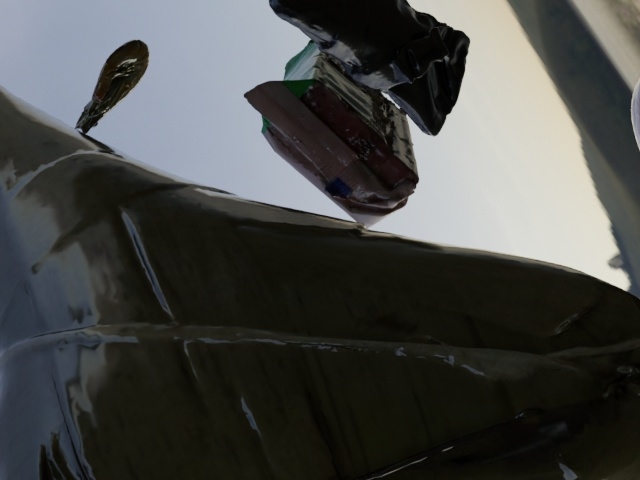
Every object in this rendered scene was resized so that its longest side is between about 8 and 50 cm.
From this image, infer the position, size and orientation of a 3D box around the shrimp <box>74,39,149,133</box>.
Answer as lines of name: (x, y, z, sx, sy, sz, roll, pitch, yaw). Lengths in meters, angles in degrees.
shrimp: (-0.203, -0.153, 0.798, 0.023, 0.108, 0.059, 31, 159, 13)

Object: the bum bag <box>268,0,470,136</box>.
bum bag: (0.051, -0.192, 0.731, 0.248, 0.060, 0.123, 25, -117, -32)

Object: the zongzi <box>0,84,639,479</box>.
zongzi: (-0.002, -0.007, 0.572, 0.218, 0.499, 0.467, 75, 177, -74)

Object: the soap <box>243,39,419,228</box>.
soap: (0.024, -0.137, 0.945, 0.218, 0.098, 0.273, 45, -162, -16)

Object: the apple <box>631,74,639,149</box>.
apple: (0.434, -0.135, 0.798, 0.216, 0.260, 0.260, 46, -159, 8)
